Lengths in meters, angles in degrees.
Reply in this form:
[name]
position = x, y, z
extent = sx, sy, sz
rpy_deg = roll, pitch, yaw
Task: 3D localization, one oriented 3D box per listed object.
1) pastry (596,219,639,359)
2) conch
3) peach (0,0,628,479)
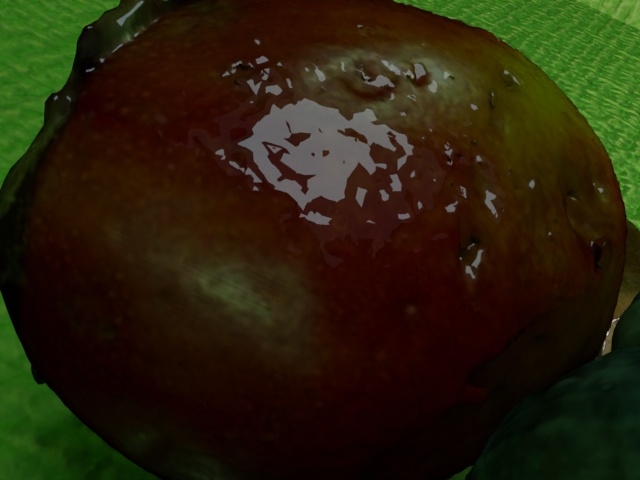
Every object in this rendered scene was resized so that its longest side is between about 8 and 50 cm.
[pastry]
position = 0.246, 0.038, 0.811
extent = 0.257, 0.121, 0.236
rpy_deg = -12, 43, -35
[conch]
position = 0.211, 0.096, 0.396
extent = 0.220, 0.195, 0.277
rpy_deg = 9, 58, 40
[peach]
position = 0.000, 0.000, 0.528
extent = 0.416, 0.339, 0.353
rpy_deg = 4, 24, -23
